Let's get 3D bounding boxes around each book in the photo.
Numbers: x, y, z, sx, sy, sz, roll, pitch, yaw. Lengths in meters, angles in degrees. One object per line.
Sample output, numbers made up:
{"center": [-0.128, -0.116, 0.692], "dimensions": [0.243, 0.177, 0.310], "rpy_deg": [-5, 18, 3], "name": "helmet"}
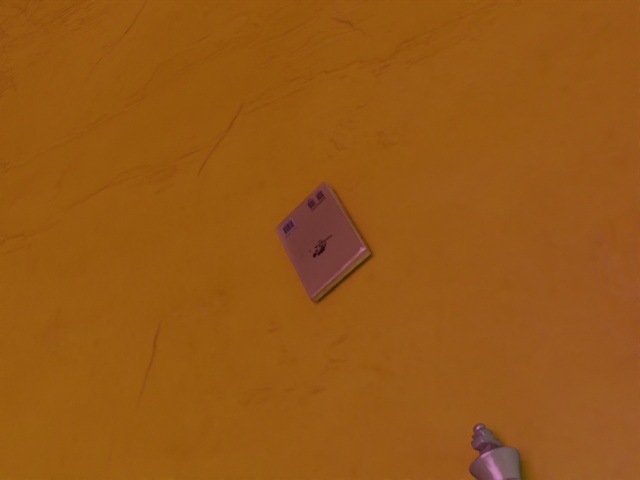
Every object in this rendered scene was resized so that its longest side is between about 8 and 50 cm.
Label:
{"center": [0.000, 0.000, 0.803], "dimensions": [0.077, 0.014, 0.111], "rpy_deg": [-43, 46, 15], "name": "book"}

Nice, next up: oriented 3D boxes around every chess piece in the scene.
{"center": [0.140, 0.193, 0.557], "dimensions": [0.059, 0.059, 0.149], "rpy_deg": [-37, 42, 19], "name": "chess piece"}
